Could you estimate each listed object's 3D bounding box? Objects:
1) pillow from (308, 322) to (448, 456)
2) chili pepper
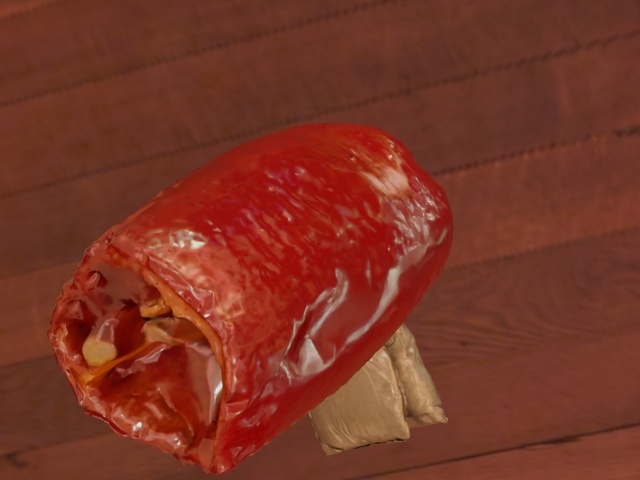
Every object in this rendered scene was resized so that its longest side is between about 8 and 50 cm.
[{"bbox_3d":[0.041,0.131,1.598,0.078,0.181,0.134,-19,89,-26],"label":"pillow"},{"bbox_3d":[0.004,-0.001,0.947,0.135,0.338,0.131,22,119,25],"label":"chili pepper"}]
